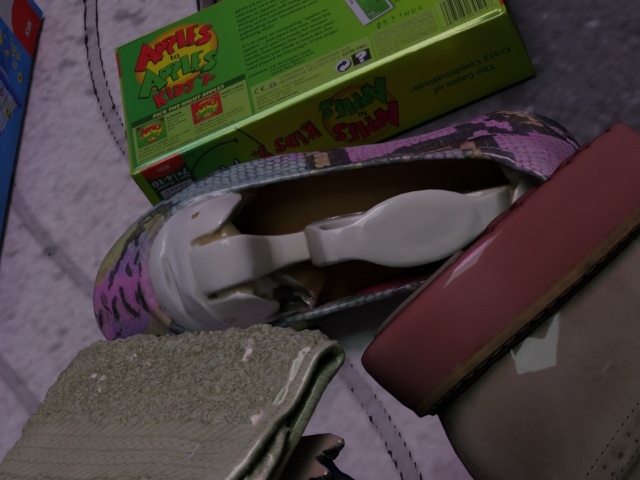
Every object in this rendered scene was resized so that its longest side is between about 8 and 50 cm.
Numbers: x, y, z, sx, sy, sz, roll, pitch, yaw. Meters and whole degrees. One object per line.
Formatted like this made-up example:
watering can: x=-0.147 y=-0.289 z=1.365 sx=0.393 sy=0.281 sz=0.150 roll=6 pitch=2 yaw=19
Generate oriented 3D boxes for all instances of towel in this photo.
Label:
towel: x=-0.061 y=0.072 z=0.598 sx=0.148 sy=0.027 sz=0.110 roll=-7 pitch=42 yaw=50

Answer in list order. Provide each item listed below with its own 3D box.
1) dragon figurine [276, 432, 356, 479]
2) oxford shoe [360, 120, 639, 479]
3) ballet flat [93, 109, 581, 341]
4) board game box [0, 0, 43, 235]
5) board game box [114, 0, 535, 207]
dragon figurine: x=-0.001 y=0.121 z=0.637 sx=0.085 sy=0.144 sz=0.289 roll=-49 pitch=27 yaw=-14
oxford shoe: x=0.181 y=-0.014 z=0.661 sx=0.348 sy=0.123 sz=0.130 roll=-37 pitch=82 yaw=-15
ballet flat: x=0.000 y=0.000 z=0.742 sx=0.221 sy=0.077 sz=0.079 roll=-15 pitch=4 yaw=13
board game box: x=-0.308 y=0.002 z=0.916 sx=0.308 sy=0.086 sz=0.302 roll=-15 pitch=46 yaw=18
board game box: x=-0.002 y=-0.082 z=0.847 sx=0.181 sy=0.043 sz=0.092 roll=-23 pitch=44 yaw=10
